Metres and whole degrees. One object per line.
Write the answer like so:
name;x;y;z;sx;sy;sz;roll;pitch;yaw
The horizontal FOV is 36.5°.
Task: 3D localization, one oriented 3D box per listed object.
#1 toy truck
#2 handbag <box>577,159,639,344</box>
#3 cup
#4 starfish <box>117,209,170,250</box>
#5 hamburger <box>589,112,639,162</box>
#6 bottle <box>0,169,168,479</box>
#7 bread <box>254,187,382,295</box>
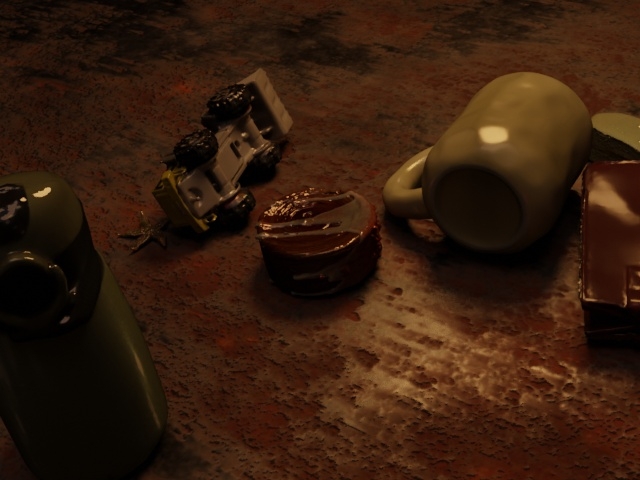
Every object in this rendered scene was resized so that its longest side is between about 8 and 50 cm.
toy truck;-0.138;-0.128;1.381;0.111;0.136;0.286;-12;31;33
handbag;0.425;0.009;1.111;0.259;0.084;0.276;1;39;13
cup;0.197;-0.104;1.232;0.255;0.173;0.202;13;42;26
starfish;-0.234;-0.014;1.348;0.086;0.016;0.092;21;45;31
hamburger;0.422;-0.135;1.323;0.084;0.054;0.121;-32;45;-31
bottle;-0.267;0.084;0.960;0.168;0.347;0.169;-6;40;5
bread;0.000;0.000;1.228;0.160;0.073;0.160;-7;34;5
